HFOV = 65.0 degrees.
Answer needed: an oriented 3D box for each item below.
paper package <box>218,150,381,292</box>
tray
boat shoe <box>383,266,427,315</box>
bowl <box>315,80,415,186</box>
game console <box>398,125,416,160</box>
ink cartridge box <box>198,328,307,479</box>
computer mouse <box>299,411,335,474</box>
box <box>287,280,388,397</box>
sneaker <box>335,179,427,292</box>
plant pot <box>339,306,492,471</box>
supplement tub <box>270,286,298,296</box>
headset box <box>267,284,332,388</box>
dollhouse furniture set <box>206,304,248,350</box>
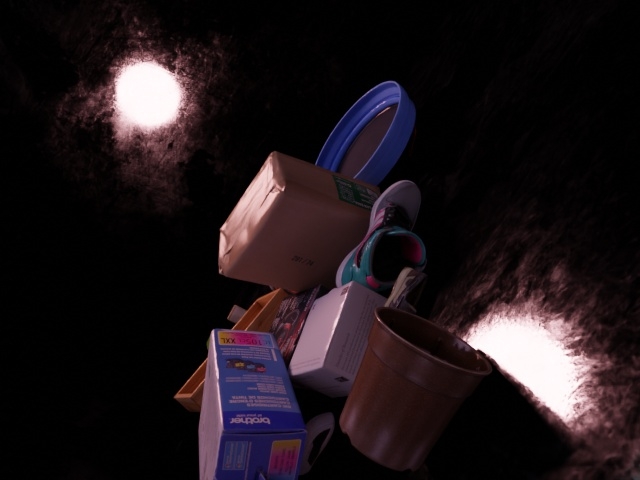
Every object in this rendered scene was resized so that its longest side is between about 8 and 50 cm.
[{"bbox_3d":[-0.038,-0.025,1.231,0.309,0.325,0.168,-50,38,35],"label":"paper package"},{"bbox_3d":[-0.255,0.331,1.523,0.410,0.076,0.203,-51,11,-31],"label":"tray"},{"bbox_3d":[0.148,0.120,0.904,0.049,0.056,0.152,11,74,41],"label":"boat shoe"},{"bbox_3d":[0.120,-0.271,1.445,0.391,0.077,0.391,-45,27,30],"label":"bowl"},{"bbox_3d":[0.210,-0.281,1.411,0.144,0.085,0.124,-85,2,-58],"label":"game console"},{"bbox_3d":[-0.140,0.380,0.939,0.395,0.151,0.269,-124,42,-68],"label":"ink cartridge box"},{"bbox_3d":[-0.037,0.414,0.982,0.192,0.042,0.106,-60,13,2],"label":"computer mouse"},{"bbox_3d":[0.043,0.198,0.980,0.181,0.119,0.181,-37,27,59],"label":"box"},{"bbox_3d":[0.154,-0.013,1.015,0.295,0.124,0.178,-59,18,-17],"label":"sneaker"},{"bbox_3d":[0.114,0.200,0.674,0.167,0.167,0.165,-118,51,-74],"label":"plant pot"},{"bbox_3d":[-0.096,0.123,1.624,0.116,0.117,0.190,-63,13,-12],"label":"supplement tub"},{"bbox_3d":[-0.040,0.237,1.209,0.293,0.110,0.217,-31,33,64],"label":"headset box"},{"bbox_3d":[-0.279,0.338,1.757,0.197,0.151,0.301,-62,14,-6],"label":"dollhouse furniture set"}]
